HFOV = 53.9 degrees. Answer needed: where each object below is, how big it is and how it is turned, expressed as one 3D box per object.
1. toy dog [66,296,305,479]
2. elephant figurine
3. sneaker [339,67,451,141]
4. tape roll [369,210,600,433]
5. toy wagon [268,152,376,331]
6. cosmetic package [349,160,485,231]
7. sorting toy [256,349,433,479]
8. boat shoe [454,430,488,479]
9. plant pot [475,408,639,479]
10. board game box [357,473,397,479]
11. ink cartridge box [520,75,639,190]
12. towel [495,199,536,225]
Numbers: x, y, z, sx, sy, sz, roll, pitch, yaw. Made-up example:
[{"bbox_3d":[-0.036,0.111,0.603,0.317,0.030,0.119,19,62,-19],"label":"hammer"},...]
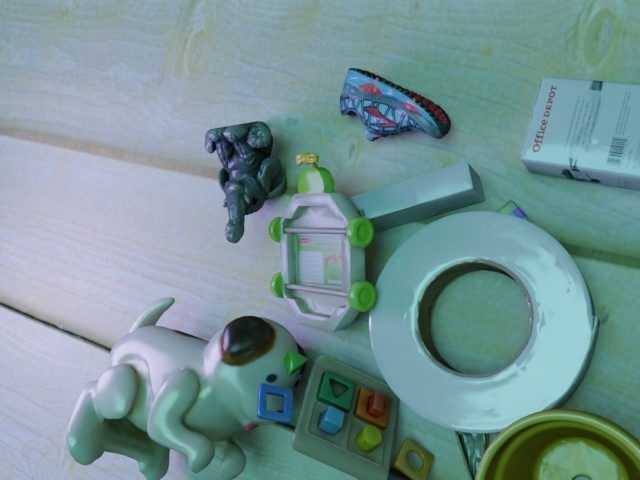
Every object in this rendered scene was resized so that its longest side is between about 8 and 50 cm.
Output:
[{"bbox_3d":[-0.225,0.288,1.274,0.408,0.284,0.395,-16,47,21],"label":"toy dog"},{"bbox_3d":[-0.163,-0.134,1.381,0.169,0.186,0.239,13,115,62],"label":"elephant figurine"},{"bbox_3d":[0.147,-0.252,1.283,0.262,0.104,0.125,36,115,32],"label":"sneaker"},{"bbox_3d":[0.276,0.139,1.107,0.392,0.072,0.392,-9,70,26],"label":"tape roll"},{"bbox_3d":[0.000,0.000,1.237,0.267,0.068,0.344,3,95,50],"label":"toy wagon"},{"bbox_3d":[0.184,-0.080,1.213,0.239,0.099,0.060,-16,70,23],"label":"cosmetic package"},{"bbox_3d":[0.058,0.310,1.122,0.348,0.196,0.047,27,134,-7],"label":"sorting toy"},{"bbox_3d":[0.266,0.352,1.109,0.056,0.048,0.153,-14,74,24],"label":"boat shoe"},{"bbox_3d":[0.380,0.377,0.936,0.254,0.239,0.254,-6,76,27],"label":"plant pot"},{"bbox_3d":[0.145,0.521,1.095,0.194,0.060,0.194,20,111,30],"label":"board game box"},{"bbox_3d":[0.477,-0.184,1.083,0.219,0.092,0.160,15,86,29],"label":"ink cartridge box"},{"bbox_3d":[0.357,-0.027,1.161,0.060,0.009,0.083,-42,63,15],"label":"towel"}]
